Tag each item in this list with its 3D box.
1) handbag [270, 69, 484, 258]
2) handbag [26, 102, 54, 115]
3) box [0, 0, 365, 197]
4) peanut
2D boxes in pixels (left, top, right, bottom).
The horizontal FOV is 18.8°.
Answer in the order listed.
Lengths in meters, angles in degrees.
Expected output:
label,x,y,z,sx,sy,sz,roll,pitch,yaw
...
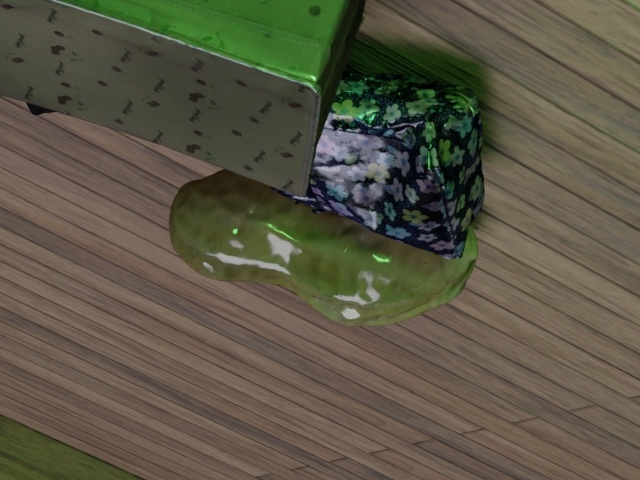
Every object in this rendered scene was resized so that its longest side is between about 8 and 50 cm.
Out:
label,x,y,z,sx,sy,sz,roll,pitch,yaw
handbag,0.044,-0.079,1.739,0.208,0.126,0.228,19,160,17
handbag,-0.197,-0.172,1.774,0.223,0.080,0.247,12,158,17
box,-0.116,-0.193,1.517,0.297,0.190,0.225,19,159,4
peanut,0.000,0.000,1.942,0.313,0.149,0.149,16,158,6
